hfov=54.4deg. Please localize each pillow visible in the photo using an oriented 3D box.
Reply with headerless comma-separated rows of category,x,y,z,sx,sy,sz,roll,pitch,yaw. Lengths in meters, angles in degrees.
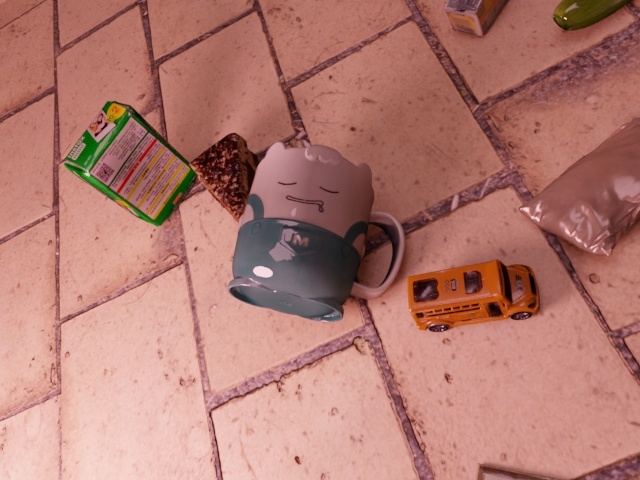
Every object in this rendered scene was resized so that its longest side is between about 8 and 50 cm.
pillow,0.470,-0.086,0.970,0.270,0.067,0.173,-39,47,1

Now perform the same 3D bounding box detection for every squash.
squash,0.557,-0.481,1.146,0.292,0.082,0.082,-37,53,5

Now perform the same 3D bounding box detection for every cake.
cake,-0.187,-0.082,1.272,0.135,0.112,0.246,-22,58,18

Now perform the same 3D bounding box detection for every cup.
cup,0.000,0.000,1.081,0.290,0.219,0.257,14,67,-2

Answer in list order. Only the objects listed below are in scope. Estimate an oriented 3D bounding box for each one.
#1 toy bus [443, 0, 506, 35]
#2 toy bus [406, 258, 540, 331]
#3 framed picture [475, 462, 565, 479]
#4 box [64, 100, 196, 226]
toy bus,0.358,-0.546,1.270,0.092,0.106,0.268,27,79,35
toy bus,0.237,0.083,0.974,0.195,0.088,0.083,-13,57,20
framed picture,0.273,0.422,0.808,0.173,0.010,0.231,3,64,28
box,-0.396,-0.160,1.332,0.103,0.250,0.180,23,75,41
